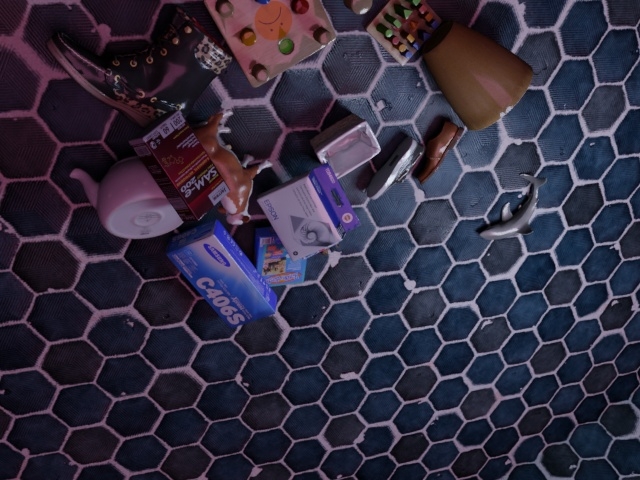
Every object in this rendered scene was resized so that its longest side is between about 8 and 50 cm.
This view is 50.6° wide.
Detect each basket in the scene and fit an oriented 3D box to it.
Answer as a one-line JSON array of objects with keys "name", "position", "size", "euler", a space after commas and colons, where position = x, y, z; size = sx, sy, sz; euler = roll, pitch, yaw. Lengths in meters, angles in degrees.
[{"name": "basket", "position": [0.065, -0.268, 1.908], "size": [0.167, 0.103, 0.113], "euler": [-33, 125, -1]}]

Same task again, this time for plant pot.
[{"name": "plant pot", "position": [0.407, -0.472, 1.860], "size": [0.254, 0.237, 0.237], "euler": [38, 102, -21]}]

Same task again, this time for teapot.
[{"name": "teapot", "position": [-0.458, -0.134, 1.750], "size": [0.252, 0.187, 0.256], "euler": [-26, 154, 18]}]

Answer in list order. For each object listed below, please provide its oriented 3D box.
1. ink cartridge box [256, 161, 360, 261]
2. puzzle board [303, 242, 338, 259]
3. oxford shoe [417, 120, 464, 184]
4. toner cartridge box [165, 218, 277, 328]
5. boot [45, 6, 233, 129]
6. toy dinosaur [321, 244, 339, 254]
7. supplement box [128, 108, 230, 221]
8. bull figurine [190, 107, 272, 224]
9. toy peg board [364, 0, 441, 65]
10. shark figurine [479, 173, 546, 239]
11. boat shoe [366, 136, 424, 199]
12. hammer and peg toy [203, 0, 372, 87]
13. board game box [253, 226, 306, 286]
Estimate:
[{"name": "ink cartridge box", "position": [-0.030, -0.076, 1.899], "size": [0.224, 0.045, 0.223], "euler": [-25, 114, 10]}, {"name": "puzzle board", "position": [0.000, 0.000, 2.014], "size": [0.128, 0.011, 0.096], "euler": [-26, 140, -19]}, {"name": "oxford shoe", "position": [0.346, -0.266, 2.050], "size": [0.076, 0.076, 0.212], "euler": [31, 110, -1]}, {"name": "toner cartridge box", "position": [-0.282, 0.105, 1.983], "size": [0.165, 0.075, 0.348], "euler": [-21, 127, 18]}, {"name": "boot", "position": [-0.413, -0.434, 1.601], "size": [0.284, 0.138, 0.377], "euler": [-44, 128, 12]}, {"name": "toy dinosaur", "position": [0.018, -0.024, 2.067], "size": [0.092, 0.053, 0.183], "euler": [-23, 125, -5]}, {"name": "supplement box", "position": [-0.335, -0.177, 1.633], "size": [0.130, 0.073, 0.239], "euler": [-49, 122, -33]}, {"name": "bull figurine", "position": [-0.242, -0.189, 1.785], "size": [0.188, 0.101, 0.310], "euler": [-55, 126, -30]}, {"name": "toy peg board", "position": [0.235, -0.569, 1.808], "size": [0.160, 0.079, 0.161], "euler": [35, 103, -33]}, {"name": "shark figurine", "position": [0.679, -0.081, 2.249], "size": [0.166, 0.116, 0.278], "euler": [25, 110, -32]}, {"name": "boat shoe", "position": [0.227, -0.203, 2.024], "size": [0.070, 0.078, 0.219], "euler": [32, 103, -31]}, {"name": "hammer and peg toy", "position": [-0.076, -0.575, 1.658], "size": [0.361, 0.127, 0.266], "euler": [-32, 123, 0]}, {"name": "board game box", "position": [-0.120, 0.048, 2.037], "size": [0.160, 0.047, 0.210], "euler": [-6, 132, -18]}]
